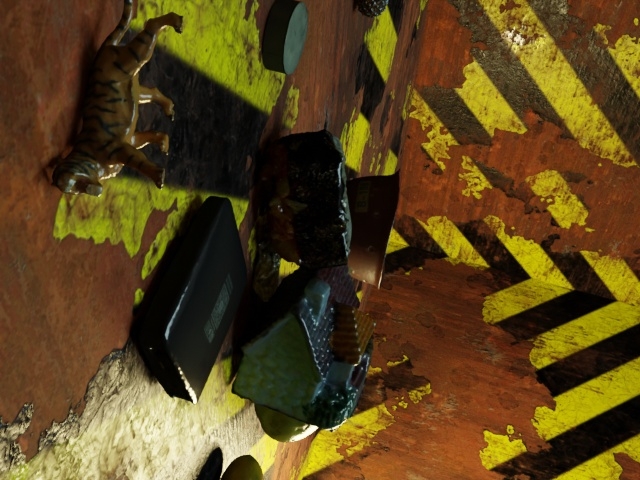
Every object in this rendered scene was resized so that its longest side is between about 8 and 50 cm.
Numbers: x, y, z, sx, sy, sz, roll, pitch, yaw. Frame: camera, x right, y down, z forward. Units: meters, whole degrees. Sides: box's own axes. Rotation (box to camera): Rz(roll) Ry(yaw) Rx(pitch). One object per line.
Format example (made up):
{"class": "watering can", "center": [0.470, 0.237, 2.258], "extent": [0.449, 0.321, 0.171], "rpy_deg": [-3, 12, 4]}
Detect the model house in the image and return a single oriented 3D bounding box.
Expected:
{"class": "model house", "center": [0.001, 0.185, 1.759], "extent": [0.360, 0.298, 0.338], "rpy_deg": [-56, 163, -55]}

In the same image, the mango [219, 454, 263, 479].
{"class": "mango", "center": [-0.208, 0.669, 1.854], "extent": [0.175, 0.139, 0.254], "rpy_deg": [-168, -96, -87]}

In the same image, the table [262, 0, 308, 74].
{"class": "table", "center": [-0.064, -0.376, 1.375], "extent": [0.133, 0.043, 0.133], "rpy_deg": [15, 90, -80]}

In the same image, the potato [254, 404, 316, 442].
{"class": "potato", "center": [-0.064, 0.404, 1.991], "extent": [0.215, 0.216, 0.304], "rpy_deg": [-62, 175, -50]}

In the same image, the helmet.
{"class": "helmet", "center": [0.109, -0.055, 2.231], "extent": [0.337, 0.230, 0.384], "rpy_deg": [93, 7, -53]}

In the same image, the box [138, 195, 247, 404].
{"class": "box", "center": [-0.202, 0.104, 1.253], "extent": [0.290, 0.073, 0.288], "rpy_deg": [87, 20, -59]}

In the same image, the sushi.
{"class": "sushi", "center": [-0.025, -0.079, 1.601], "extent": [0.196, 0.182, 0.343], "rpy_deg": [-85, 173, -50]}

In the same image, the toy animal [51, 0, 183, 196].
{"class": "toy animal", "center": [-0.213, -0.170, 0.804], "extent": [0.114, 0.116, 0.255], "rpy_deg": [-148, -113, -77]}

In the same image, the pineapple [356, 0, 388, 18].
{"class": "pineapple", "center": [0.141, -0.664, 1.909], "extent": [0.221, 0.103, 0.083], "rpy_deg": [90, -15, -53]}

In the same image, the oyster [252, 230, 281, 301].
{"class": "oyster", "center": [-0.117, 0.054, 1.697], "extent": [0.105, 0.056, 0.177], "rpy_deg": [-21, 121, -87]}
